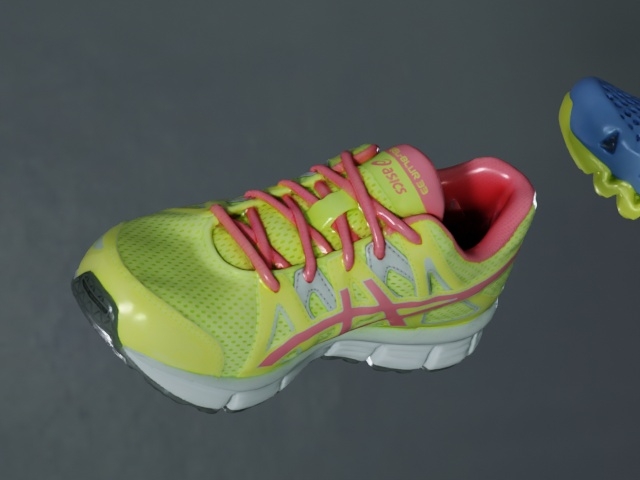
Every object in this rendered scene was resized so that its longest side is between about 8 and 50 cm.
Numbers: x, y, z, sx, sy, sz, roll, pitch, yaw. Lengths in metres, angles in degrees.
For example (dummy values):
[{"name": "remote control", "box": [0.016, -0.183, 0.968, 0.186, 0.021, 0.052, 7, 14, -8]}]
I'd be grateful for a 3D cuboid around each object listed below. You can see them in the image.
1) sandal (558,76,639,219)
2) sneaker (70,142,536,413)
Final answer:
[{"name": "sandal", "box": [0.317, -0.050, 1.331, 0.317, 0.138, 0.126, 21, -152, -10]}, {"name": "sneaker", "box": [0.000, 0.000, 0.713, 0.208, 0.081, 0.094, -8, 142, -46]}]
